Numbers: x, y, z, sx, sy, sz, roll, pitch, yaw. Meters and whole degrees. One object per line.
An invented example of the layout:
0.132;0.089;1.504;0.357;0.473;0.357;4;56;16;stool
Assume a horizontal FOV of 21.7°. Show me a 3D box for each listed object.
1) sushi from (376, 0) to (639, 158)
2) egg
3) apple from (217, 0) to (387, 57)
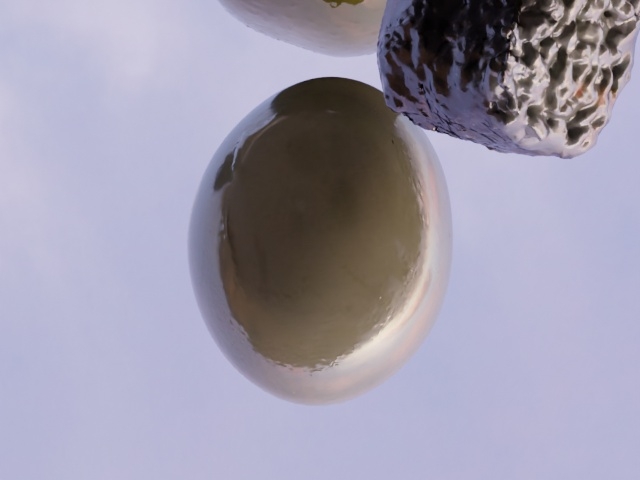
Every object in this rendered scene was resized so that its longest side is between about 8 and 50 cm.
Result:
0.127;-0.161;0.961;0.126;0.136;0.225;12;-98;42;sushi
0.000;0.000;1.364;0.219;0.219;0.269;4;-108;-5;egg
0.038;-0.306;1.512;0.320;0.360;0.311;39;-98;5;apple
